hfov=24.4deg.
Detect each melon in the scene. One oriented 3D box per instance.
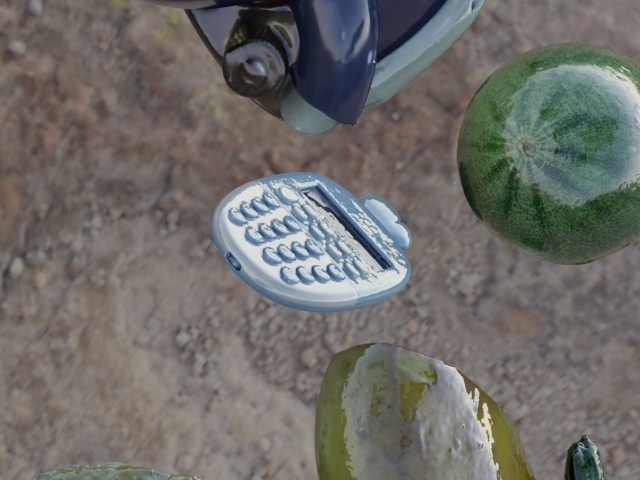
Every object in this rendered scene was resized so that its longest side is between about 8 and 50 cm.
[{"bbox_3d":[0.207,-0.073,1.221,0.182,0.182,0.287,47,17,7],"label":"melon"}]

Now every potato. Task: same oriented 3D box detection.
[{"bbox_3d":[0.087,0.197,1.081,0.176,0.141,0.298,-64,140,-52],"label":"potato"}]

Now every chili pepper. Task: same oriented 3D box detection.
[{"bbox_3d":[0.255,0.226,1.141,0.182,0.073,0.050,30,20,-6],"label":"chili pepper"}]

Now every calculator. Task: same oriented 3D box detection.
[{"bbox_3d":[0.000,0.000,1.618,0.188,0.042,0.302,47,30,21],"label":"calculator"}]

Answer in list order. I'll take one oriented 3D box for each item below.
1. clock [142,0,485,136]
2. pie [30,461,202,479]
[{"bbox_3d":[-0.032,-0.156,0.605,0.243,0.146,0.199,26,41,-61],"label":"clock"},{"bbox_3d":[-0.188,0.300,1.187,0.274,0.105,0.257,-12,60,-10],"label":"pie"}]
